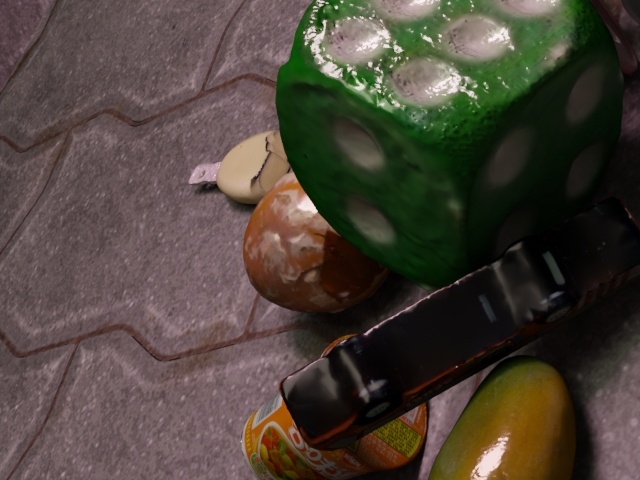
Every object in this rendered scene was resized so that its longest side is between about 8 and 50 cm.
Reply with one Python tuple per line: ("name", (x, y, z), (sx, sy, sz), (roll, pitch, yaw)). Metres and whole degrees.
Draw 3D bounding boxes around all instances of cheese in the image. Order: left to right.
("cheese", (-0.137, -0.115, 2.329), (0.255, 0.050, 0.127), (1, 60, 55))

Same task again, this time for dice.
("dice", (0.144, -0.144, 1.616), (0.297, 0.300, 0.287), (-38, 53, -23))

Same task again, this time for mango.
("mango", (0.191, 0.220, 1.473), (0.156, 0.114, 0.251), (-37, 17, 51))

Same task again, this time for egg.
("egg", (0.000, 0.000, 1.882), (0.233, 0.195, 0.195), (-33, 36, 25))

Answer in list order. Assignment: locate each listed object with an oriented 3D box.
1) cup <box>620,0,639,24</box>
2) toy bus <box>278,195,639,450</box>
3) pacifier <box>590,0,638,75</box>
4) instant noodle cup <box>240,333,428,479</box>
("cup", (0.484, -0.374, 1.505), (0.323, 0.237, 0.326), (3, 67, 55))
("toy bus", (0.153, 0.092, 1.527), (0.409, 0.092, 0.093), (-29, 68, 3))
("pacifier", (0.292, -0.344, 1.714), (0.332, 0.220, 0.273), (60, 148, 17))
("instant noodle cup", (0.005, 0.219, 1.699), (0.185, 0.168, 0.168), (-35, 34, 44))
